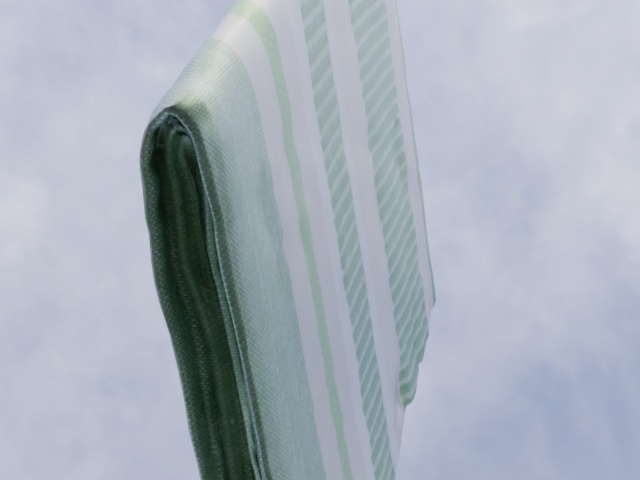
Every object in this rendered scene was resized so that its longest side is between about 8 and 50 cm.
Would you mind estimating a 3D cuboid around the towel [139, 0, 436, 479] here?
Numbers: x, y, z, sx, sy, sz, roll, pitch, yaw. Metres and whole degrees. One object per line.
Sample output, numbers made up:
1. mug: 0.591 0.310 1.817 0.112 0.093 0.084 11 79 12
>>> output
1. towel: 0.000 0.000 0.570 0.038 0.325 0.248 -2 -63 12
